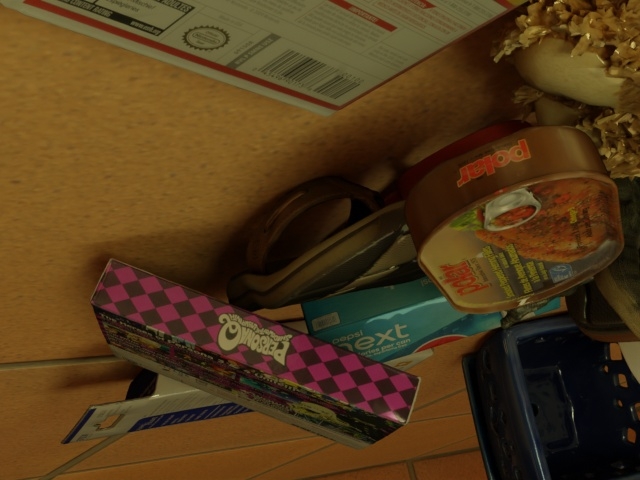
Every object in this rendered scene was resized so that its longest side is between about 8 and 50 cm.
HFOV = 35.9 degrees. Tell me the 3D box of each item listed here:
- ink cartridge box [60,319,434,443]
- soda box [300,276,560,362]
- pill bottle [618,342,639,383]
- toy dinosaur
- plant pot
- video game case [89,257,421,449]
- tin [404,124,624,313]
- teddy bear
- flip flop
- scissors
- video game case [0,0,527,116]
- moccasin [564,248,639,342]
[{"bbox_3d":[-0.080,0.143,1.046,0.371,0.069,0.176,-8,162,-26],"label":"ink cartridge box"},{"bbox_3d":[0.090,0.043,0.822,0.210,0.067,0.071,-17,140,0],"label":"soda box"},{"bbox_3d":[0.475,0.066,1.074,0.283,0.161,0.161,-26,158,33],"label":"pill bottle"},{"bbox_3d":[0.175,0.004,0.679,0.118,0.064,0.268,-13,-152,20],"label":"toy dinosaur"},{"bbox_3d":[0.334,0.232,1.373,0.236,0.236,0.212,-8,168,-19],"label":"plant pot"},{"bbox_3d":[-0.055,0.097,0.764,0.232,0.042,0.210,21,163,0],"label":"video game case"},{"bbox_3d":[0.107,-0.006,0.541,0.106,0.040,0.190,-25,156,9],"label":"tin"},{"bbox_3d":[0.251,-0.118,0.486,0.338,0.113,0.245,-16,157,31],"label":"teddy bear"},{"bbox_3d":[0.000,0.000,0.677,0.112,0.080,0.277,-10,177,-21],"label":"flip flop"},{"bbox_3d":[0.042,-0.020,0.725,0.297,0.021,0.109,-25,168,38],"label":"scissors"},{"bbox_3d":[0.046,-0.137,0.367,0.285,0.025,0.204,-26,158,33],"label":"video game case"},{"bbox_3d":[0.384,-0.012,0.842,0.380,0.139,0.147,-36,145,29],"label":"moccasin"}]
